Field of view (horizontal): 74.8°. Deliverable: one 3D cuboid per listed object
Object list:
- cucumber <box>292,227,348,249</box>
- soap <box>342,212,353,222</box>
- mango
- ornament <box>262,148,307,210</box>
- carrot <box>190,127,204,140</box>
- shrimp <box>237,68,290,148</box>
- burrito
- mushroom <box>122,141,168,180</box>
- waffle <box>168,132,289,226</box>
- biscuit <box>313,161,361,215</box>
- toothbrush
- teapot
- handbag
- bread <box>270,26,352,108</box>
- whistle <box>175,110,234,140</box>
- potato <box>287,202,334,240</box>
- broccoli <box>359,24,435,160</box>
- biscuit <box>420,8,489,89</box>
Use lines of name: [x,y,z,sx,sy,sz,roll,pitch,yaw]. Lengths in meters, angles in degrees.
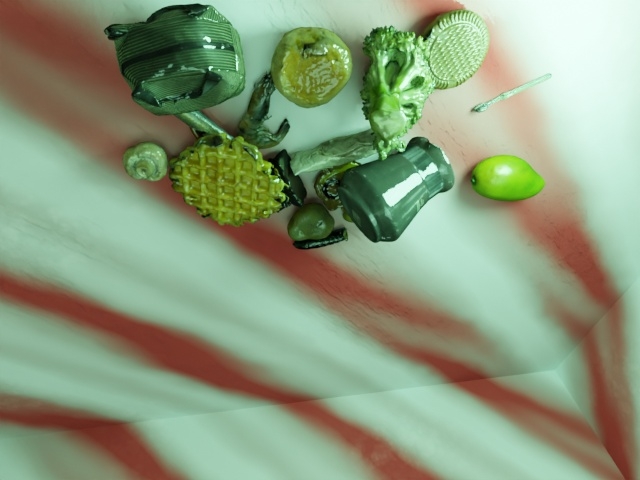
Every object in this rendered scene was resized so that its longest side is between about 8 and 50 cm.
cucumber: [0.001,0.001,1.809,0.245,0.067,0.067,-15,134,-2]
soap: [0.153,-0.127,1.740,0.089,0.045,0.140,16,127,-30]
mango: [0.775,-0.248,1.707,0.343,0.156,0.192,5,140,-23]
ornament: [-0.208,-0.195,1.559,0.261,0.106,0.251,-12,129,16]
carrot: [-0.393,-0.340,1.413,0.035,0.035,0.142,-34,127,17]
shrimp: [-0.165,-0.421,1.383,0.169,0.058,0.296,8,134,-30]
burrito: [0.080,-0.324,1.487,0.392,0.117,0.076,-18,149,2]
mushroom: [-0.577,-0.259,1.388,0.148,0.112,0.148,-2,137,-1]
waffle: [-0.320,-0.198,1.461,0.382,0.095,0.379,-18,130,29]
biscuit: [0.084,-0.210,1.617,0.209,0.041,0.290,-22,124,6]
toothbrush: [0.692,-0.532,1.509,0.294,0.028,0.026,-26,135,4]
teapot: [0.278,-0.173,1.526,0.362,0.305,0.376,-34,156,-7]
handbag: [-0.377,-0.476,1.118,0.341,0.240,0.247,-13,106,-1]
bread: [-0.034,-0.526,1.259,0.245,0.134,0.244,-8,131,-9]
whistle: [-0.413,-0.399,1.334,0.068,0.057,0.326,-40,129,19]
potato: [-0.043,-0.064,1.681,0.194,0.157,0.157,-28,133,17]
broccoli: [0.203,-0.446,1.214,0.275,0.353,0.397,-18,179,22]
biscuit: [0.416,-0.601,1.334,0.259,0.079,0.259,-7,134,-7]
